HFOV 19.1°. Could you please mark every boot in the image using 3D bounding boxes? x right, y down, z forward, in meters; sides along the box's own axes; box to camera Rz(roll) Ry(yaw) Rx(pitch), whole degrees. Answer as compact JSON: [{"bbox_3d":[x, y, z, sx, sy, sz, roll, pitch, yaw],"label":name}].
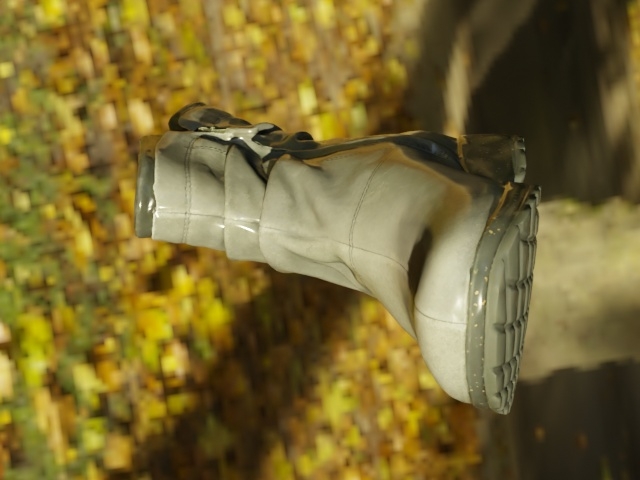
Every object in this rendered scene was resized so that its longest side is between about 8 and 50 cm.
[{"bbox_3d":[0.000,0.000,0.749,0.246,0.161,0.083,-78,175,-77],"label":"boot"}]
